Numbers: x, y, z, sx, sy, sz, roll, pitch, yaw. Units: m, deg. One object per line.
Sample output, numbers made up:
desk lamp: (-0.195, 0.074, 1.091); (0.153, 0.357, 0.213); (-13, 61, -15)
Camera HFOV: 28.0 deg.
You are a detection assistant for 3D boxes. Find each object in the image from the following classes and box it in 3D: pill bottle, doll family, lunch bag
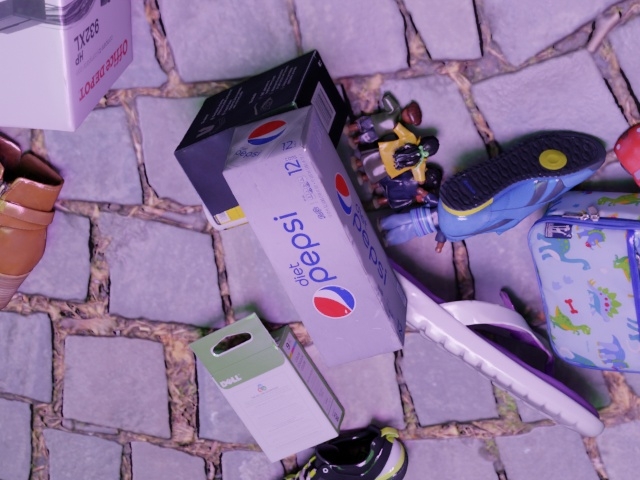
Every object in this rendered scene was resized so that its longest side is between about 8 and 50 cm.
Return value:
pill bottle: (-0.081, -0.057, 1.557); (0.116, 0.065, 0.065); (-16, 114, 19)
doll family: (0.105, -0.075, 1.510); (0.111, 0.076, 0.193); (-17, 118, 14)
lunch bag: (0.343, 0.050, 1.485); (0.176, 0.090, 0.219); (6, 126, 32)

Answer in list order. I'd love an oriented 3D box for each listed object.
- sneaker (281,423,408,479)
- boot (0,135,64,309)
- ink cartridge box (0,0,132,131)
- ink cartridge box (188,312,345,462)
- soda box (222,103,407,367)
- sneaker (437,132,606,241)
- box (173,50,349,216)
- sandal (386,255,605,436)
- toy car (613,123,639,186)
sneaker: (0.005, 0.306, 1.722); (0.234, 0.084, 0.097); (-27, 126, 12)
boot: (-0.477, -0.048, 1.614); (0.283, 0.109, 0.220); (28, 121, -7)
ink cartridge box: (-0.297, -0.301, 1.378); (0.129, 0.223, 0.307); (6, 119, 7)
ink cartridge box: (-0.068, 0.182, 1.684); (0.109, 0.062, 0.209); (-25, 110, 22)
soda box: (0.000, 0.000, 1.389); (0.098, 0.091, 0.286); (-16, 124, 19)
sneaker: (0.230, -0.059, 1.475); (0.209, 0.069, 0.082); (-22, 141, -9)
box: (-0.064, -0.124, 1.466); (0.158, 0.156, 0.093); (-20, 114, 21)
sandal: (0.194, 0.101, 1.556); (0.416, 0.169, 0.102); (34, 87, -9)
toy car: (0.469, -0.036, 1.466); (0.225, 0.053, 0.239); (-12, 115, 17)
